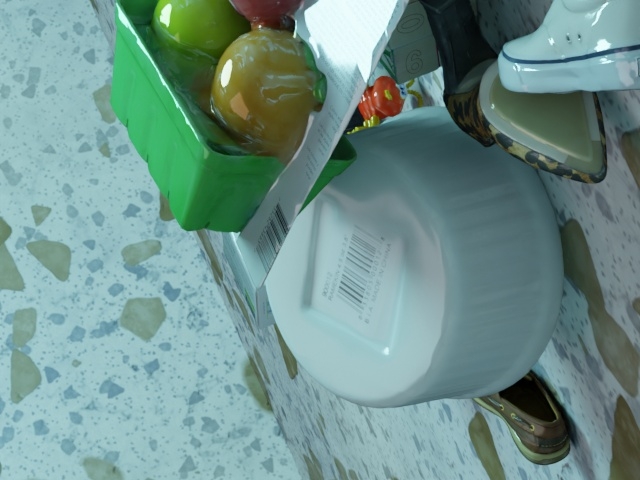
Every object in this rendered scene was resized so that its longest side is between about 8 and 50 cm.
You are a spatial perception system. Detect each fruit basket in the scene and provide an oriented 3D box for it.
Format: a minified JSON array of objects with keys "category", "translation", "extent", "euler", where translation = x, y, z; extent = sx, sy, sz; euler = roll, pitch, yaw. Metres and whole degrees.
[{"category":"fruit basket","translation":[-0.038,-0.191,1.662],"extent":[0.353,0.165,0.327],"euler":[-59,44,27]}]

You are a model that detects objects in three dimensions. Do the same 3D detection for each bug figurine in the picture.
[{"category":"bug figurine","translation":[0.018,-0.231,2.034],"extent":[0.216,0.072,0.279],"euler":[173,81,-72]}]

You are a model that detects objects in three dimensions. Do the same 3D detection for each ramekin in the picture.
[{"category":"ramekin","translation":[0.074,0.022,1.774],"extent":[0.277,0.135,0.277],"euler":[12,108,43]}]

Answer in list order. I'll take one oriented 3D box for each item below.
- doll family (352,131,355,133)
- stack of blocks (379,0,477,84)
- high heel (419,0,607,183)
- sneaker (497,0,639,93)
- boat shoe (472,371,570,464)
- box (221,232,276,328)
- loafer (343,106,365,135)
[{"category":"doll family","translation":[0.095,0.020,1.963],"extent":[0.163,0.118,0.263],"euler":[16,143,23]},{"category":"stack of blocks","translation":[0.069,-0.281,1.661],"extent":[0.297,0.087,0.171],"euler":[80,164,-45]},{"category":"high heel","translation":[0.176,-0.089,1.588],"extent":[0.261,0.093,0.186],"euler":[54,174,41]},{"category":"sneaker","translation":[0.196,-0.150,1.367],"extent":[0.258,0.094,0.091],"euler":[-170,77,-72]},{"category":"boat shoe","translation":[0.195,0.149,1.975],"extent":[0.178,0.064,0.060],"euler":[50,155,39]},{"category":"box","translation":[0.000,0.000,2.228],"extent":[0.103,0.203,0.114],"euler":[90,157,-61]},{"category":"loafer","translation":[0.016,-0.089,2.177],"extent":[0.095,0.109,0.302],"euler":[-37,64,53]}]
